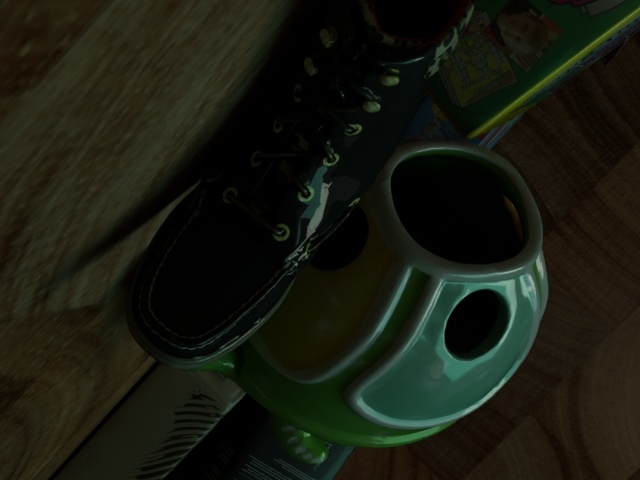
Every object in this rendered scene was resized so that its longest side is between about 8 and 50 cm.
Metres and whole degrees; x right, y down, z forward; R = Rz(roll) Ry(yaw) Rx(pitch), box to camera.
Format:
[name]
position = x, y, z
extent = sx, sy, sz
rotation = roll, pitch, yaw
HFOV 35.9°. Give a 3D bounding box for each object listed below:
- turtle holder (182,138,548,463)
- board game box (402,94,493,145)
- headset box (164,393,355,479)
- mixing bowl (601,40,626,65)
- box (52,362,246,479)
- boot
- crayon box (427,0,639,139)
[turtle holder]
position = 0.026, 0.021, 0.772
extent = 0.227, 0.320, 0.243
rotation = 129, -24, -51
[board game box]
position = 0.207, -0.172, 1.305
extent = 0.302, 0.086, 0.308
rotation = -42, 173, -35
[headset box]
position = -0.114, 0.280, 1.242
extent = 0.283, 0.131, 0.246
rotation = -55, -154, -3
[mixing bowl]
position = 0.313, -0.291, 1.058
extent = 0.181, 0.098, 0.181
rotation = -58, 174, -9
[box]
position = -0.208, 0.239, 1.150
extent = 0.275, 0.094, 0.113
rotation = -48, 176, 15
[boot]
position = -0.013, -0.051, 0.531
extent = 0.236, 0.085, 0.178
rotation = -50, 175, -30
[crayon box]
position = 0.258, -0.240, 0.824
extent = 0.363, 0.106, 0.313
rotation = -37, 177, 19
